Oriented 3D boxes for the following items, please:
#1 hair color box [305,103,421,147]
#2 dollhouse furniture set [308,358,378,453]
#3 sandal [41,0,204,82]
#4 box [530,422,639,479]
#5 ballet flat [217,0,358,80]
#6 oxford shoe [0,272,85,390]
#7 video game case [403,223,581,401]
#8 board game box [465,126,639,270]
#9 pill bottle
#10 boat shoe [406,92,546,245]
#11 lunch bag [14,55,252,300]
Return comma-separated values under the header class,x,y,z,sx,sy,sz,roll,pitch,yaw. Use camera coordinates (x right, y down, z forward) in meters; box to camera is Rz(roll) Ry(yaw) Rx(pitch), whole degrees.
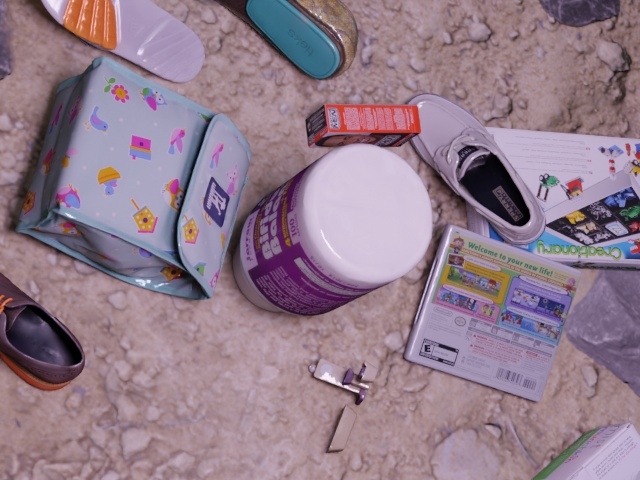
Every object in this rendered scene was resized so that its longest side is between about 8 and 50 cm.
class,x,y,z,sx,sy,sz,roll,pitch,yaw
hair color box,0.058,-0.156,1.938,0.141,0.072,0.043,-1,77,-23
dollhouse furniture set,0.012,0.207,1.823,0.081,0.091,0.114,22,71,-1
sandal,-0.270,-0.285,1.834,0.265,0.076,0.102,34,79,-34
box,0.363,0.413,1.889,0.262,0.127,0.231,-36,91,-27
ballet flat,-0.085,-0.359,1.916,0.348,0.123,0.123,42,64,-8
oxford shoe,-0.387,0.072,1.665,0.271,0.098,0.097,34,65,-12
video game case,0.237,0.101,1.945,0.212,0.023,0.193,19,87,-18
board game box,0.353,-0.058,2.050,0.305,0.053,0.193,3,76,-22
pill bottle,0.000,0.000,1.740,0.169,0.301,0.169,7,73,-23
boat shoe,0.205,-0.104,1.937,0.096,0.088,0.267,-36,73,4
lunch bag,-0.211,-0.067,1.751,0.262,0.160,0.223,26,64,-28
